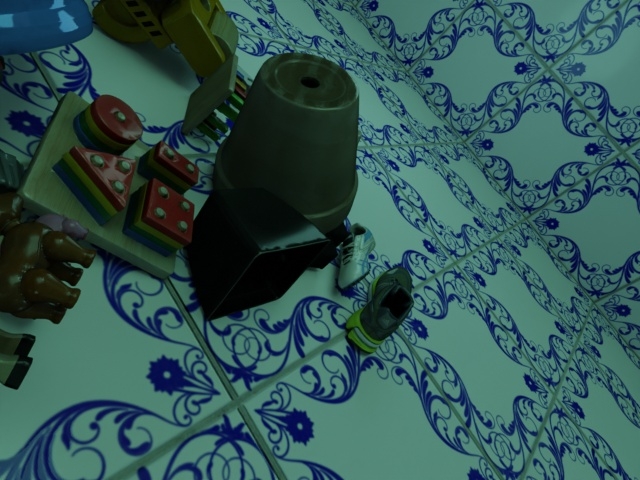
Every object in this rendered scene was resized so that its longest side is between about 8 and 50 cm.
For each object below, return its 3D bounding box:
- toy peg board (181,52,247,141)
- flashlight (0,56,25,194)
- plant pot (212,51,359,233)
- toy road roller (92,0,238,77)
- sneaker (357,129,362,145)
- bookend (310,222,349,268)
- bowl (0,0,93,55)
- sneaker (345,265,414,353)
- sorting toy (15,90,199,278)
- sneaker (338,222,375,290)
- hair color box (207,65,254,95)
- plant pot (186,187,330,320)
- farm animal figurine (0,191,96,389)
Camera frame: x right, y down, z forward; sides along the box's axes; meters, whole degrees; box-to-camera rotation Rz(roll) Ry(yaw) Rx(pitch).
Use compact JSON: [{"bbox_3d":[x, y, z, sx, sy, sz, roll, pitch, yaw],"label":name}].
[{"bbox_3d":[-0.230,-0.319,1.097,0.079,0.161,0.160,37,33,-36],"label":"toy peg board"},{"bbox_3d":[-0.512,-0.187,0.715,0.103,0.103,0.303,80,-16,-72],"label":"flashlight"},{"bbox_3d":[-0.052,-0.210,0.976,0.324,0.280,0.322,8,49,-10],"label":"plant pot"},{"bbox_3d":[-0.373,-0.535,1.133,0.329,0.241,0.202,53,26,-41],"label":"toy road roller"},{"bbox_3d":[-0.036,-0.250,1.282,0.303,0.120,0.108,-2,38,-23],"label":"sneaker"},{"bbox_3d":[0.000,0.000,1.092,0.157,0.072,0.156,9,49,-42],"label":"bookend"},{"bbox_3d":[-0.546,-0.352,0.682,0.392,0.077,0.391,5,35,-4],"label":"bowl"},{"bbox_3d":[0.169,0.140,1.091,0.111,0.121,0.300,46,34,-3],"label":"sneaker"},{"bbox_3d":[-0.318,-0.108,0.788,0.255,0.090,0.257,38,33,-40],"label":"sorting toy"},{"bbox_3d":[0.075,0.037,1.124,0.086,0.085,0.237,49,28,-14],"label":"sneaker"},{"bbox_3d":[-0.213,-0.410,1.290,0.167,0.053,0.093,42,36,-6],"label":"hair color box"},{"bbox_3d":[-0.133,0.008,0.857,0.188,0.188,0.167,-10,57,-51],"label":"plant pot"},{"bbox_3d":[-0.384,0.082,0.483,0.172,0.330,0.326,29,67,-29],"label":"farm animal figurine"}]
